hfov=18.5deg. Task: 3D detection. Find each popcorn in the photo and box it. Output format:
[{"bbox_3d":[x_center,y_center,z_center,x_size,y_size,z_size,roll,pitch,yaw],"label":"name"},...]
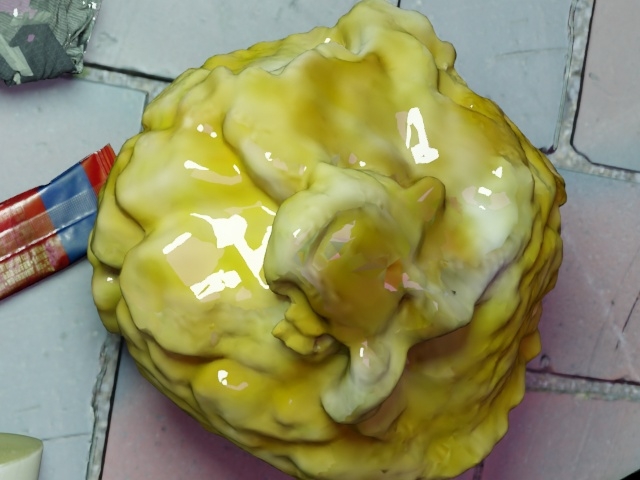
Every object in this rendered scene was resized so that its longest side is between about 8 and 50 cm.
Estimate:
[{"bbox_3d":[0.004,0.008,1.554,0.390,0.354,0.344,73,33,-56],"label":"popcorn"}]

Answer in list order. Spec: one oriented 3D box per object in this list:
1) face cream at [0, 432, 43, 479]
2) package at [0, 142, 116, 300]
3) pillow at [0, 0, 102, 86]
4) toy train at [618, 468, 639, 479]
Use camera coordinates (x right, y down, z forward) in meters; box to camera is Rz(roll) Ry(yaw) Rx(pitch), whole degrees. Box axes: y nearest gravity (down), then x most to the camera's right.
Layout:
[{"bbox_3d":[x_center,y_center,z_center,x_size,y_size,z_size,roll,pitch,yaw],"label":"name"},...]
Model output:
[{"bbox_3d":[-0.310,0.323,1.540,0.173,0.081,0.348,8,91,-52],"label":"face cream"},{"bbox_3d":[-0.238,-0.001,1.597,0.200,0.022,0.083,-28,105,-21],"label":"package"},{"bbox_3d":[-0.321,-0.223,1.505,0.335,0.092,0.161,14,92,-25],"label":"pillow"},{"bbox_3d":[0.196,0.317,1.785,0.409,0.086,0.089,-26,105,-21],"label":"toy train"}]
